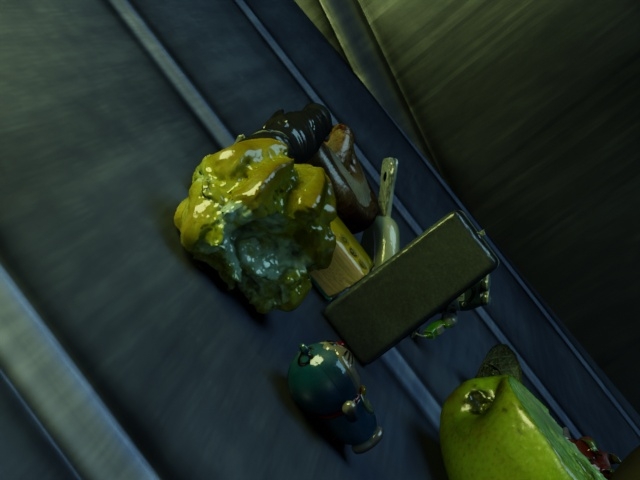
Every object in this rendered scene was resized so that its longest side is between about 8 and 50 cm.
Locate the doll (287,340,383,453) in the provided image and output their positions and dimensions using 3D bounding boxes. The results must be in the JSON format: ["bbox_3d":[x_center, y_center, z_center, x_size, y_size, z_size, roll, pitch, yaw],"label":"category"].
[{"bbox_3d":[0.016,0.178,1.415,0.152,0.085,0.114,57,-13,-19],"label":"doll"}]

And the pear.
[{"bbox_3d":[0.269,0.324,1.689,0.282,0.176,0.286,52,9,11],"label":"pear"}]

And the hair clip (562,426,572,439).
[{"bbox_3d":[0.496,0.464,2.283,0.173,0.069,0.300,39,18,-48],"label":"hair clip"}]

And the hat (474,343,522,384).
[{"bbox_3d":[0.308,0.263,2.231,0.146,0.067,0.146,4,85,-49],"label":"hat"}]

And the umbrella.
[{"bbox_3d":[-0.070,-0.118,1.754,0.113,0.106,0.358,46,30,-2],"label":"umbrella"}]

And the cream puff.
[{"bbox_3d":[-0.068,-0.031,1.497,0.221,0.194,0.195,45,14,-38],"label":"cream puff"}]

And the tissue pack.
[{"bbox_3d":[0.000,0.000,1.834,0.169,0.082,0.120,51,12,1],"label":"tissue pack"}]

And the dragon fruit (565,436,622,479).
[{"bbox_3d":[0.438,0.401,2.153,0.137,0.135,0.236,35,3,-35],"label":"dragon fruit"}]

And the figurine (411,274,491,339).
[{"bbox_3d":[0.200,0.085,2.114,0.126,0.192,0.147,-52,141,-65],"label":"figurine"}]

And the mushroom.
[{"bbox_3d":[0.003,-0.093,1.993,0.231,0.138,0.194,28,46,-62],"label":"mushroom"}]

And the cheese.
[{"bbox_3d":[0.106,-0.025,2.062,0.049,0.235,0.127,7,1,-15],"label":"cheese"}]

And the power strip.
[{"bbox_3d":[0.136,0.064,1.734,0.105,0.256,0.070,53,13,5],"label":"power strip"}]

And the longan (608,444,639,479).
[{"bbox_3d":[0.639,0.490,1.936,0.404,0.436,0.404,44,-25,27],"label":"longan"}]
